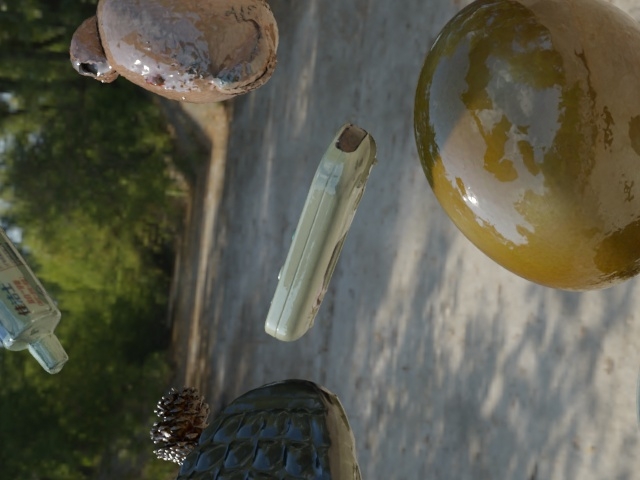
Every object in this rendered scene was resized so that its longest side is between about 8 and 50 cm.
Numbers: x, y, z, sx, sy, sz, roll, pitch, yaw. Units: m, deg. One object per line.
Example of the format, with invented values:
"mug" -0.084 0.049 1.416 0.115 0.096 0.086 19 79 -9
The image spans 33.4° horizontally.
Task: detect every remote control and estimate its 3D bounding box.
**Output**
"remote control" 0.000 0.000 0.899 0.078 0.042 0.221 -54 -11 -51

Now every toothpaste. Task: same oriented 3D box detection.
"toothpaste" -0.275 -0.008 0.819 0.268 0.069 0.047 52 132 12

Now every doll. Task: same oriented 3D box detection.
"doll" -0.077 -0.242 0.966 0.303 0.201 0.156 -63 -29 -23

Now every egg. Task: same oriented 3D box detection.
"egg" 0.252 -0.105 1.145 0.351 0.282 0.282 60 -177 -20

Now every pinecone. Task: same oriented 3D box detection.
"pinecone" -0.185 0.255 1.456 0.102 0.102 0.109 -150 50 -80

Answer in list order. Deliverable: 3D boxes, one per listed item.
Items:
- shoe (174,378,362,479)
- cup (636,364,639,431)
"shoe" -0.008 0.252 0.586 0.132 0.171 0.336 -11 56 37
"cup" 0.455 0.135 1.146 0.173 0.202 0.255 96 -178 -51
